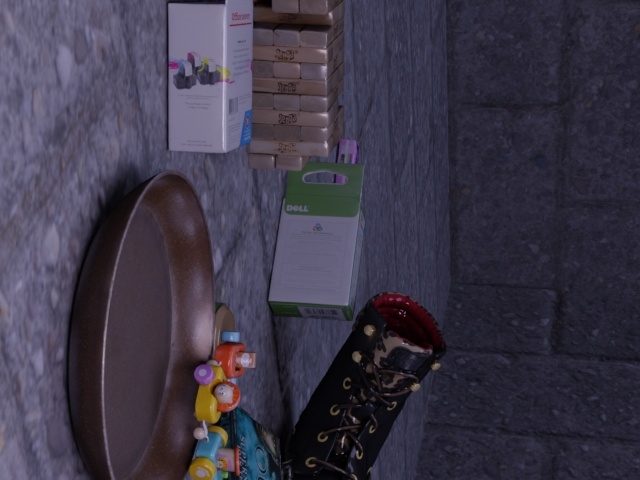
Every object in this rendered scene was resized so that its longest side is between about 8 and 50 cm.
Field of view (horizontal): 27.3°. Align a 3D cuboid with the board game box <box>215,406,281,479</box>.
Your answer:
[{"bbox_3d":[-0.078,0.292,1.503,0.126,0.026,0.186,47,32,-52],"label":"board game box"}]

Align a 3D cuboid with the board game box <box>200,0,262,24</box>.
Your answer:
[{"bbox_3d":[-0.087,-0.271,1.429,0.160,0.047,0.210,-37,130,-75],"label":"board game box"}]

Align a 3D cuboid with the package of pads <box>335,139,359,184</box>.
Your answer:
[{"bbox_3d":[0.044,-0.121,2.172,0.050,0.032,0.083,56,38,-76],"label":"package of pads"}]

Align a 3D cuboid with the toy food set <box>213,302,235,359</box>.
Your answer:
[{"bbox_3d":[-0.114,0.110,1.471,0.082,0.020,0.083,1,93,-79],"label":"toy food set"}]

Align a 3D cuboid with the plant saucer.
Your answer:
[{"bbox_3d":[-0.158,0.091,1.173,0.310,0.050,0.311,4,90,-80],"label":"plant saucer"}]

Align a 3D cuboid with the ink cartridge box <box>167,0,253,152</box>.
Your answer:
[{"bbox_3d":[-0.108,-0.183,1.309,0.104,0.061,0.181,-42,135,-75],"label":"ink cartridge box"}]

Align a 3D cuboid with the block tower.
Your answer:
[{"bbox_3d":[-0.026,-0.247,1.386,0.097,0.091,0.335,-60,152,-65],"label":"block tower"}]

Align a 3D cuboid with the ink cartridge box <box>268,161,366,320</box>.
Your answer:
[{"bbox_3d":[0.000,0.000,1.786,0.062,0.109,0.209,69,26,-65],"label":"ink cartridge box"}]

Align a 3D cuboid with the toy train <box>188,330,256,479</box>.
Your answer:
[{"bbox_3d":[-0.090,0.172,1.297,0.125,0.046,0.166,29,65,-77],"label":"toy train"}]

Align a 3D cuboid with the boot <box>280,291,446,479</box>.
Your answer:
[{"bbox_3d":[0.045,0.240,1.729,0.284,0.138,0.377,-60,180,17],"label":"boot"}]
